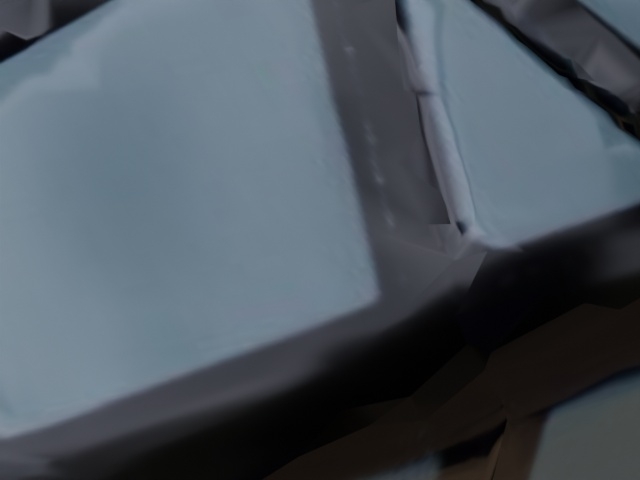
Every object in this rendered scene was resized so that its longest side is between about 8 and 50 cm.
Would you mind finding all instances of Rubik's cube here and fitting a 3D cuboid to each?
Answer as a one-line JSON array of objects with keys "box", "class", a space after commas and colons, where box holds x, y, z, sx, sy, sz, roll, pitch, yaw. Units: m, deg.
[{"box": [0.000, 0.000, 0.530, 0.294, 0.288, 0.283, -21, -34, -16], "class": "Rubik's cube"}]
